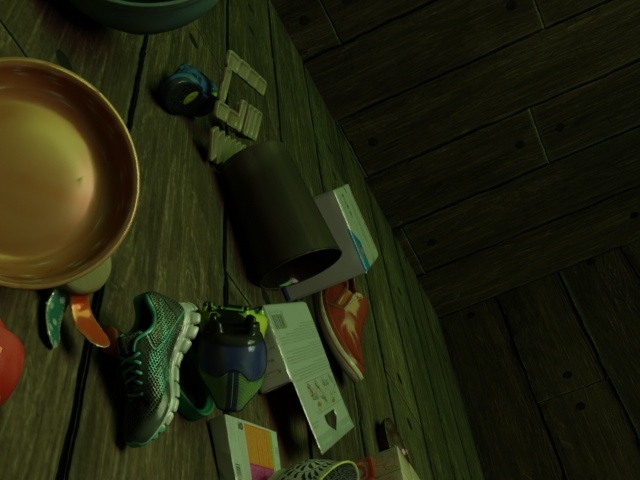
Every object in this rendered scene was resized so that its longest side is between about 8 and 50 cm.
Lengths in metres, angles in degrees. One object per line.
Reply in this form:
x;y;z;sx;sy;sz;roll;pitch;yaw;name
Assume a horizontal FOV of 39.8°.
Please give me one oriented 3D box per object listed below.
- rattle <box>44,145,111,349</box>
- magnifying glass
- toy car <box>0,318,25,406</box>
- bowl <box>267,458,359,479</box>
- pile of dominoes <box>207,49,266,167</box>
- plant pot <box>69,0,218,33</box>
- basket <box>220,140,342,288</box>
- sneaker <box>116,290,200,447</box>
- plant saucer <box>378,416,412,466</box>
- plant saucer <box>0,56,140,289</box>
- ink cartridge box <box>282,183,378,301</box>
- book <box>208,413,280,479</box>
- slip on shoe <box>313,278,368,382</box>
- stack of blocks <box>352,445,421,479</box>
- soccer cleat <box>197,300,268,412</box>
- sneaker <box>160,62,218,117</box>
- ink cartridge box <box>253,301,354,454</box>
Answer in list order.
-0.268;0.000;0.865;0.130;0.143;0.199;-33;118;-47;rattle
-0.179;0.145;1.003;0.231;0.026;0.092;46;23;-59;magnifying glass
-0.231;0.168;0.631;0.239;0.053;0.224;-81;146;-70;toy car
-0.030;0.336;1.102;0.170;0.080;0.170;-40;142;-42;bowl
-0.165;-0.225;1.617;0.251;0.040;0.195;19;84;-77;pile of dominoes
-0.249;-0.408;1.231;0.196;0.293;0.293;124;-53;-72;plant pot
-0.078;-0.049;1.564;0.204;0.154;0.226;47;18;-77;basket
-0.181;0.125;0.898;0.076;0.065;0.166;38;48;-38;sneaker
0.165;0.474;1.950;0.168;0.029;0.168;61;13;-25;plant saucer
-0.255;-0.056;0.762;0.200;0.037;0.199;4;83;-37;plant saucer
0.000;0.000;1.761;0.233;0.168;0.171;-31;98;-79;ink cartridge box
-0.091;0.283;1.126;0.144;0.035;0.096;46;26;-60;book
0.053;0.154;1.885;0.123;0.101;0.331;58;15;-44;slip on shoe
0.102;0.453;1.326;0.297;0.171;0.087;58;14;-34;stack of blocks
-0.115;0.145;1.132;0.289;0.094;0.121;-152;-113;-85;soccer cleat
-0.232;-0.261;1.487;0.082;0.069;0.209;53;11;4;sneaker
-0.037;0.219;1.435;0.275;0.060;0.238;13;55;-77;ink cartridge box
